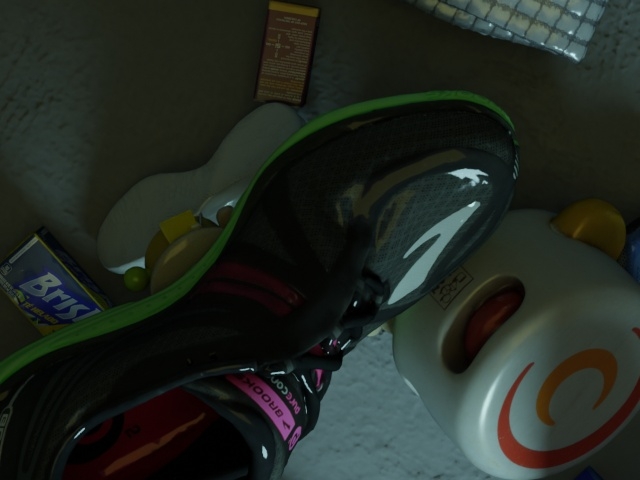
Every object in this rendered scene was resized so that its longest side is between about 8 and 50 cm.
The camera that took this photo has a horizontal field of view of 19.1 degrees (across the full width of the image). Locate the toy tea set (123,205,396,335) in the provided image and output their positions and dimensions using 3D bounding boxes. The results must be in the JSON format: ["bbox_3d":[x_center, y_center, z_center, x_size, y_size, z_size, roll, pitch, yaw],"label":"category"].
[{"bbox_3d":[0.000,0.000,1.550,0.336,0.124,0.200,-24,126,-14],"label":"toy tea set"}]

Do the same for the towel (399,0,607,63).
[{"bbox_3d":[0.119,-0.295,1.507,0.284,0.121,0.235,23,104,2],"label":"towel"}]

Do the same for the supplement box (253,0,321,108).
[{"bbox_3d":[-0.027,-0.153,1.556,0.043,0.055,0.083,9,96,0],"label":"supplement box"}]

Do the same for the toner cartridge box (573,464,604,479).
[{"bbox_3d":[0.264,0.292,1.468,0.075,0.348,0.165,-45,96,3],"label":"toner cartridge box"}]

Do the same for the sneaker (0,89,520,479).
[{"bbox_3d":[-0.036,0.081,1.368,0.483,0.202,0.185,-39,129,-3],"label":"sneaker"}]

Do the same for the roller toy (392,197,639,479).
[{"bbox_3d":[0.161,0.077,1.514,0.191,0.146,0.209,-16,131,-23],"label":"roller toy"}]

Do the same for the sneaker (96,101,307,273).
[{"bbox_3d":[-0.083,-0.025,1.568,0.212,0.094,0.080,-31,53,18],"label":"sneaker"}]

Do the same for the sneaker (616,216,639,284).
[{"bbox_3d":[0.351,0.117,1.547,0.130,0.147,0.330,-34,95,4],"label":"sneaker"}]

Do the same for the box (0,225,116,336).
[{"bbox_3d":[-0.197,0.069,1.579,0.054,0.059,0.169,-42,96,4],"label":"box"}]
